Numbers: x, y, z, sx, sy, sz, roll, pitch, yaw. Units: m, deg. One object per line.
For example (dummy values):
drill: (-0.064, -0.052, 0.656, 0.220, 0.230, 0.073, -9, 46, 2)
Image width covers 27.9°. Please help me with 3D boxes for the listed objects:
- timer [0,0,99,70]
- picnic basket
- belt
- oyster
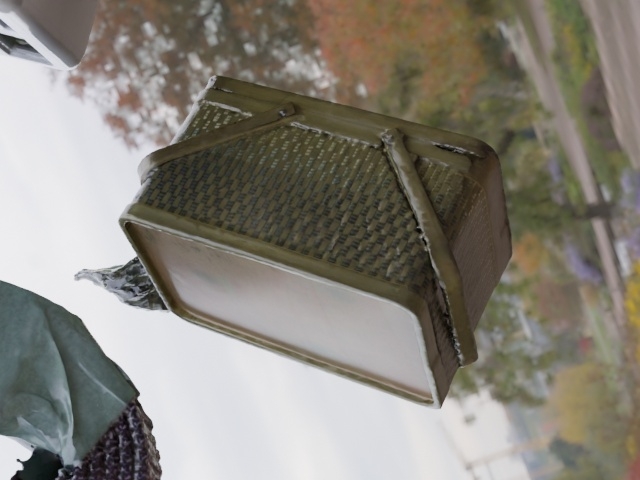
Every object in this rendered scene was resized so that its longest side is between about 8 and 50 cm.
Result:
timer: (-0.257, -0.251, 0.919, 0.192, 0.194, 0.194, 56, -133, -83)
picnic basket: (0.000, 0.000, 0.949, 0.139, 0.267, 0.165, -62, -26, -25)
belt: (-0.283, 0.163, 1.024, 0.122, 0.325, 0.260, 83, -150, -72)
oyster: (-0.107, 0.026, 1.288, 0.252, 0.199, 0.087, 5, -104, -45)
